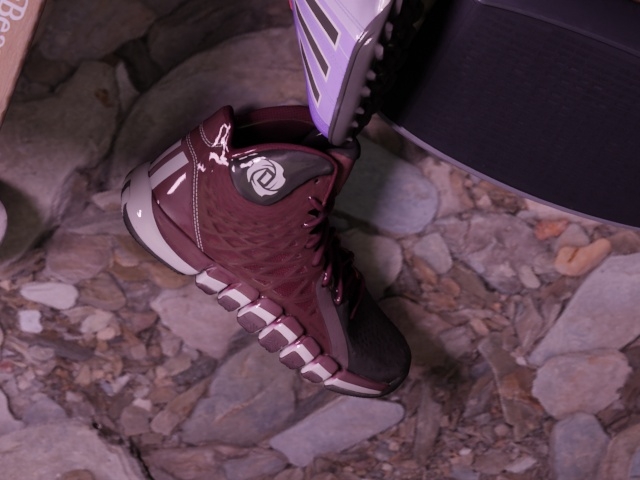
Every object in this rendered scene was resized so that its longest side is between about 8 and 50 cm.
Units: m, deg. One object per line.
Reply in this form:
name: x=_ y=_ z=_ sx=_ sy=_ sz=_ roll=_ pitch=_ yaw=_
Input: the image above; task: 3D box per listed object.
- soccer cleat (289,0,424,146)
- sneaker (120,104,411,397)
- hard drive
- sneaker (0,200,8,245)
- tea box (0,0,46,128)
soccer cleat: x=0.012 y=-0.208 z=1.294 sx=0.116 sy=0.108 sz=0.318 roll=19 pitch=132 yaw=12
sneaker: x=0.000 y=0.000 z=1.446 sx=0.281 sy=0.106 sz=0.162 roll=36 pitch=117 yaw=-25
hard drive: x=0.186 y=-0.099 z=1.399 sx=0.255 sy=0.054 sz=0.172 roll=20 pitch=126 yaw=-16
sneaker: x=-0.343 y=-0.039 z=1.433 sx=0.212 sy=0.080 sz=0.094 roll=35 pitch=147 yaw=-18
tea box: x=-0.320 y=-0.223 z=1.185 sx=0.324 sy=0.220 sz=0.329 roll=16 pitch=126 yaw=-14
